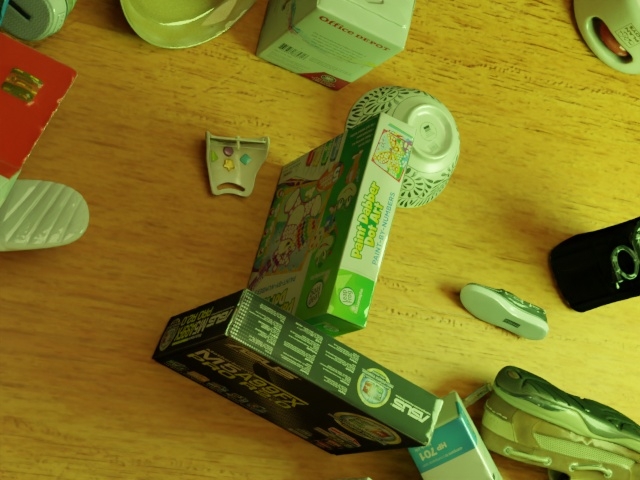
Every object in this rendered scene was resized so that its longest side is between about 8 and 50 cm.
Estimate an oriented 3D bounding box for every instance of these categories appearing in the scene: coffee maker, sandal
[{"bbox_3d":[0.396,0.026,1.768,0.171,0.178,0.120,3,75,-30],"label":"coffee maker"},{"bbox_3d":[-0.385,-0.016,1.408,0.265,0.076,0.102,4,69,-13],"label":"sandal"}]

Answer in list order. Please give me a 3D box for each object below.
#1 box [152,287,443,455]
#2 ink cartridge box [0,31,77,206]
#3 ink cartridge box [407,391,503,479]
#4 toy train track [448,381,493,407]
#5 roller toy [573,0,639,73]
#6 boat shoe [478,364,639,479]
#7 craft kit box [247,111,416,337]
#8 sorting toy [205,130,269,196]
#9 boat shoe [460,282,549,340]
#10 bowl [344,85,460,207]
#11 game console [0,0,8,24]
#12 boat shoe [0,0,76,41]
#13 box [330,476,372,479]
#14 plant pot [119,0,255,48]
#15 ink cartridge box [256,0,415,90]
[{"bbox_3d":[-0.030,0.157,1.487,0.270,0.216,0.060,31,67,-20],"label":"box"},{"bbox_3d":[-0.468,-0.108,1.332,0.308,0.091,0.385,27,67,-2],"label":"ink cartridge box"},{"bbox_3d":[0.178,0.296,1.604,0.082,0.139,0.190,-26,93,5],"label":"ink cartridge box"},{"bbox_3d":[0.198,0.209,1.715,0.083,0.014,0.048,-30,94,-31],"label":"toy train track"},{"bbox_3d":[0.483,-0.348,1.917,0.191,0.146,0.209,1,79,-28],"label":"roller toy"},{"bbox_3d":[0.343,0.275,1.733,0.324,0.122,0.120,26,98,-19],"label":"boat shoe"},{"bbox_3d":[0.000,0.000,1.520,0.061,0.250,0.246,21,68,-23],"label":"craft kit box"},{"bbox_3d":[-0.109,-0.091,1.603,0.083,0.045,0.075,3,85,-28],"label":"sorting toy"},{"bbox_3d":[0.245,0.089,1.753,0.142,0.049,0.040,29,48,-22],"label":"boat shoe"},{"bbox_3d":[0.123,-0.132,1.713,0.170,0.080,0.170,6,76,-26],"label":"bowl"},{"bbox_3d":[-0.395,-0.381,1.325,0.173,0.250,0.293,12,108,-33],"label":"game console"},{"bbox_3d":[-0.404,-0.347,1.479,0.302,0.109,0.094,45,28,-13],"label":"boat shoe"},{"bbox_3d":[0.061,0.383,1.557,0.170,0.091,0.130,43,63,-14],"label":"box"},{"bbox_3d":[-0.148,-0.341,1.562,0.236,0.236,0.032,-27,52,-30],"label":"plant pot"},{"bbox_3d":[0.023,-0.288,1.637,0.128,0.176,0.127,22,69,-23],"label":"ink cartridge box"}]
